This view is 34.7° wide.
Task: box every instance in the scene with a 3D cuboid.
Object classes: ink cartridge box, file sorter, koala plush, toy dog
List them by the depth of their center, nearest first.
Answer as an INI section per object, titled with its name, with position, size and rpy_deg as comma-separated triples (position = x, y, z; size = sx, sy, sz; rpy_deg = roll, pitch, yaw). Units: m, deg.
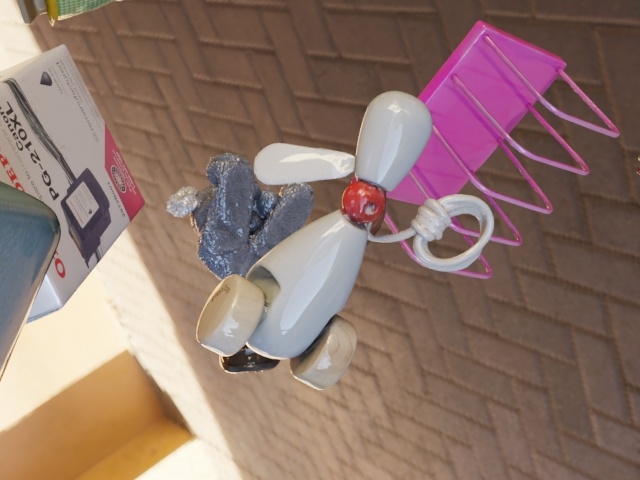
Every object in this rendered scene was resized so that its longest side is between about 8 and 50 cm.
[ink cartridge box]
position = -0.256, -0.048, 0.870
size = 0.237, 0.100, 0.172
rpy_deg = -74, -38, -66
[toy dog]
position = 0.000, 0.000, 1.106
size = 0.220, 0.333, 0.161
rpy_deg = 51, 174, -25
[file sorter]
position = 0.232, -0.110, 1.412
size = 0.291, 0.202, 0.182
rpy_deg = -51, 52, 26
[koala plush]
position = -0.158, -0.038, 1.746
size = 0.196, 0.203, 0.221
rpy_deg = 21, 179, -31

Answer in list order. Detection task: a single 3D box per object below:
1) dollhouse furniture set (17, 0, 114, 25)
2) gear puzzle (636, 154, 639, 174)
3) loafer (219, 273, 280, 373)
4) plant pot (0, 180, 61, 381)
[dollhouse furniture set]
position = -0.259, -0.344, 1.145
size = 0.302, 0.197, 0.151
rpy_deg = 88, 164, -51
[gear puzzle]
position = 0.482, 0.019, 1.061
size = 0.339, 0.044, 0.175
rpy_deg = 35, -171, 32
[loafer]
position = -0.095, 0.102, 1.345
size = 0.220, 0.080, 0.078
rpy_deg = -97, 2, -68
[plant pot]
position = -0.288, 0.037, 0.572
size = 0.247, 0.248, 0.252
rpy_deg = 25, -175, 7
